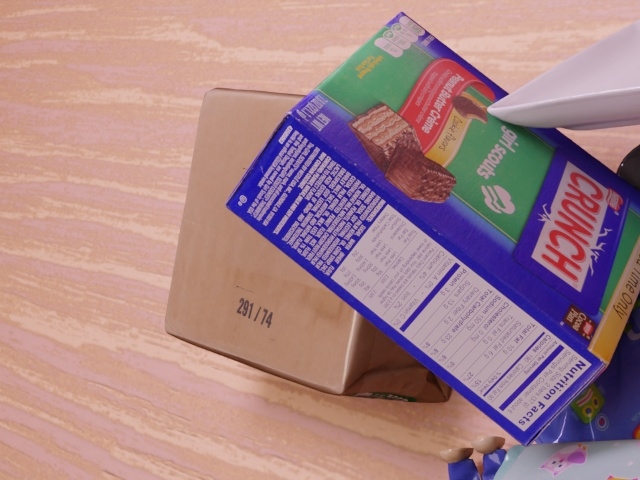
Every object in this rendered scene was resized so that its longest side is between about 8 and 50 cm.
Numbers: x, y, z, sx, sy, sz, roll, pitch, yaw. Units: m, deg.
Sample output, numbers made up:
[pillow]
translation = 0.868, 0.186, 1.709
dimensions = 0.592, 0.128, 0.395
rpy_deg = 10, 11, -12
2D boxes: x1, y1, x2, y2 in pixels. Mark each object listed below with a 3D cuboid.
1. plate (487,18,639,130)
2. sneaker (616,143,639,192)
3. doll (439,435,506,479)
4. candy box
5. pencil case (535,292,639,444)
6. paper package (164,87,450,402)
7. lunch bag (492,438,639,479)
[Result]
[plate]
translation = 0.329, -0.156, 1.106
dimensions = 0.277, 0.278, 0.045
rpy_deg = -4, 112, 47
[sneaker]
translation = 0.361, -0.092, 1.125
dimensions = 0.267, 0.106, 0.101
rpy_deg = -20, 64, 44
[doll]
translation = 0.163, 0.291, 1.247
dimensions = 0.129, 0.046, 0.189
rpy_deg = -24, 65, 30
[candy box]
translation = 0.121, -0.023, 1.106
dimensions = 0.317, 0.268, 0.122
rpy_deg = 39, 126, 1
[pencil case]
translation = 0.309, 0.093, 1.100
dimensions = 0.306, 0.119, 0.133
rpy_deg = -54, 19, 21
[paper package]
translation = 0.000, 0.000, 1.418
dimensions = 0.325, 0.168, 0.310
rpy_deg = 11, 91, 47
[lunch bag]
translation = 0.266, 0.293, 1.025
dimensions = 0.223, 0.262, 0.160
rpy_deg = -13, 23, 43
